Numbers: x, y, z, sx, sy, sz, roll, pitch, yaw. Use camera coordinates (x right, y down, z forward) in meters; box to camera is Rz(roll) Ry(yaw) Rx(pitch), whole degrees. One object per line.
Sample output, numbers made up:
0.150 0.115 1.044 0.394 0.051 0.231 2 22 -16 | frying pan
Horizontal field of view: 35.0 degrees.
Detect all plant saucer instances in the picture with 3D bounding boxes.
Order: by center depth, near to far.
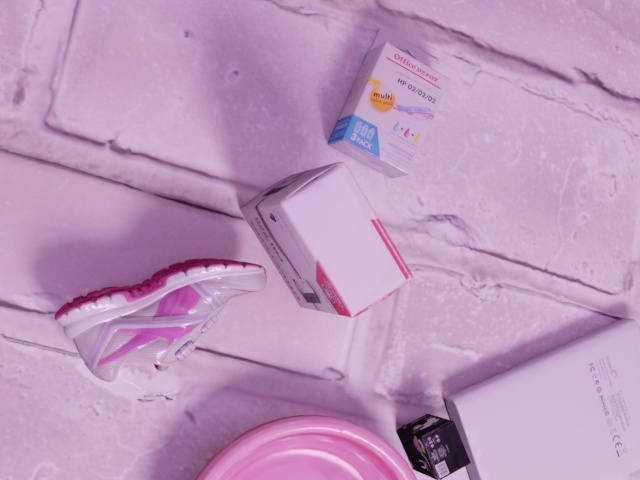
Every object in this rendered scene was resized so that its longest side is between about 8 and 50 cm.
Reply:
-0.026 0.379 1.251 0.332 0.084 0.332 1 87 -19 | plant saucer

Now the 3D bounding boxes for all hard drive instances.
0.338 0.256 1.409 0.307 0.040 0.203 -20 94 -19 | hard drive

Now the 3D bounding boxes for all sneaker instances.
-0.179 0.092 1.209 0.252 0.103 0.111 -18 98 -13 | sneaker

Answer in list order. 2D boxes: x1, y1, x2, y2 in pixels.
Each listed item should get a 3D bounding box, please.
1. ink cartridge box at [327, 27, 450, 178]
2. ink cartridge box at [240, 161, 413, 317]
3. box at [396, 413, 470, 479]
0.097 -0.186 1.332 0.104 0.061 0.181 27 79 -17 | ink cartridge box
0.000 0.000 1.207 0.092 0.218 0.158 -33 98 -12 | ink cartridge box
0.146 0.267 1.317 0.052 0.083 0.062 -24 96 -18 | box
